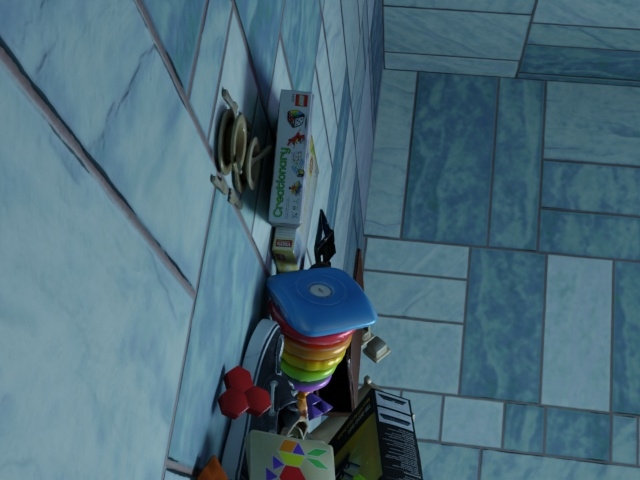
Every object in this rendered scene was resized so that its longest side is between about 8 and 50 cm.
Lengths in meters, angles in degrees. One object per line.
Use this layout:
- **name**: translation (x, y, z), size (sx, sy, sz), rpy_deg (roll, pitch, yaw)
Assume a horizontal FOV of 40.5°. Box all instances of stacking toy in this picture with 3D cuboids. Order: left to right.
- **stacking toy**: translation (-0.024, 0.209, 1.577), size (0.175, 0.166, 0.301), rpy_deg (51, -40, 45)

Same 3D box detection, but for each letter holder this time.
- **letter holder**: translation (0.007, 0.179, 1.804), size (0.214, 0.152, 0.301), rpy_deg (86, 8, -47)

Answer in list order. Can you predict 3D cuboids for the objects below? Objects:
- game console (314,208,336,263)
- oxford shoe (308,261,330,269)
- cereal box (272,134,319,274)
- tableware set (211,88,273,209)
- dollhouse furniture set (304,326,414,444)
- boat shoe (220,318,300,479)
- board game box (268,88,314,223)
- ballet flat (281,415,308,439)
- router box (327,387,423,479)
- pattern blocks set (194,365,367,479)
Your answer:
- **game console**: translation (0.000, 0.000, 2.244), size (0.107, 0.071, 0.122), rpy_deg (-49, 158, -20)
- **oxford shoe**: translation (-0.020, 0.149, 1.678), size (0.096, 0.083, 0.227), rpy_deg (-87, -162, -81)
- **cereal box**: translation (-0.046, -0.060, 1.650), size (0.173, 0.047, 0.240), rpy_deg (81, 17, -68)
- **tableware set**: translation (-0.101, -0.116, 1.173), size (0.194, 0.039, 0.128), rpy_deg (56, 40, -80)
- **dollhouse furniture set**: translation (0.099, 0.385, 1.882), size (0.303, 0.355, 0.173), rpy_deg (-36, 147, -25)
- **boat shoe**: translation (-0.080, 0.262, 1.381), size (0.108, 0.102, 0.301), rpy_deg (88, 10, -49)
- **board game box**: translation (-0.047, -0.118, 1.388), size (0.305, 0.053, 0.192), rpy_deg (156, -60, -88)
- **ballet flat**: translation (-0.079, 0.416, 1.506), size (0.316, 0.106, 0.107), rpy_deg (-76, 170, -49)
- **router box**: translation (0.055, 0.435, 1.424), size (0.308, 0.081, 0.243), rpy_deg (-58, -158, 32)
- **pattern blocks set**: translation (-0.039, 0.348, 1.199), size (0.026, 0.286, 0.324), rpy_deg (-49, -155, 41)
